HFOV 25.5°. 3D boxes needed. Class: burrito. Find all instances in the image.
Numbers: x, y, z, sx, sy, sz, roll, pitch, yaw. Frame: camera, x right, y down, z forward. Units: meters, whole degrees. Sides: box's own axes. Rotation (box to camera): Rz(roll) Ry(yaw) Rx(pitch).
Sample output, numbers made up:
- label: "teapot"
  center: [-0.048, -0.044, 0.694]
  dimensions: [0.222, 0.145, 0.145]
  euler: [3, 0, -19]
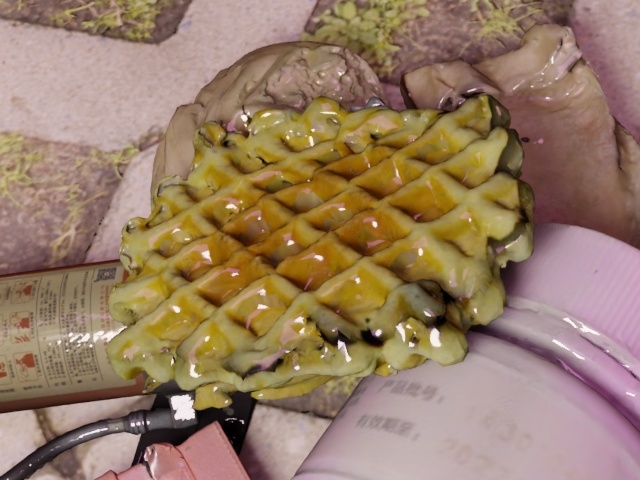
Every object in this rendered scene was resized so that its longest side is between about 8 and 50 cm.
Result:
- label: "burrito"
  center: [0.201, -0.031, 1.162]
  dimensions: [0.175, 0.107, 0.347]
  euler: [-34, 63, 6]

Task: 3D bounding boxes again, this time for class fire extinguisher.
- label: "fire extinguisher"
  center: [-0.258, 0.111, 1.116]
  dimensions: [0.376, 0.113, 0.200]
  euler: [-6, 65, 7]

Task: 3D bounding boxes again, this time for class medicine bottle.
- label: "medicine bottle"
  center: [0.133, 0.159, 0.997]
  dimensions: [0.241, 0.241, 0.302]
  euler: [29, 61, 17]

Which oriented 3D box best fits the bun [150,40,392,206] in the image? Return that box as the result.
- label: "bun"
  center: [-0.034, -0.075, 1.193]
  dimensions: [0.210, 0.116, 0.237]
  euler: [25, 71, 16]

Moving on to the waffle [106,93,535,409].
- label: "waffle"
  center: [0.000, 0.000, 1.016]
  dimensions: [0.317, 0.073, 0.297]
  euler: [-7, 40, 20]

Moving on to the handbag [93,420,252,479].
- label: "handbag"
  center: [-0.136, 0.247, 1.061]
  dimensions: [0.212, 0.059, 0.157]
  euler: [-28, 68, -11]

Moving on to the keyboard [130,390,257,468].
- label: "keyboard"
  center: [-0.119, 0.207, 1.120]
  dimensions: [0.087, 0.017, 0.250]
  euler: [12, 67, 9]
